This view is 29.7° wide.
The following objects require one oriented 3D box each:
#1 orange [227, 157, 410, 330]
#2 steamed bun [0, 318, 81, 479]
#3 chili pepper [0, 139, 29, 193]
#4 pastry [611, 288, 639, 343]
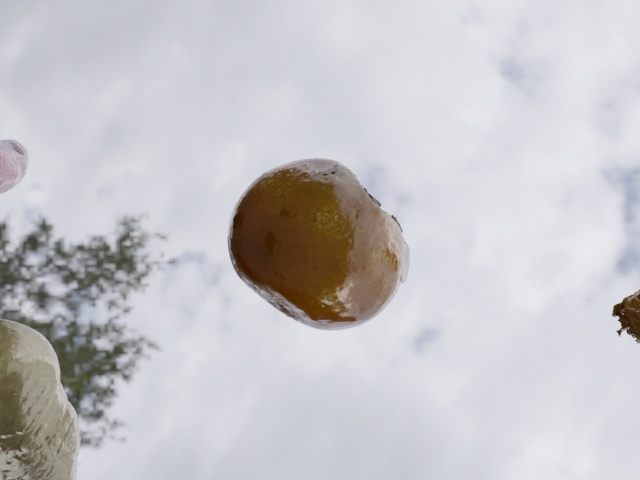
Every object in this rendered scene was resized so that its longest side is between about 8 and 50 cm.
[{"bbox_3d":[0.000,0.000,0.991,0.155,0.155,0.134,13,-108,49],"label":"orange"},{"bbox_3d":[-0.338,0.176,1.173,0.110,0.231,0.212,-93,-160,-50],"label":"steamed bun"},{"bbox_3d":[-0.394,-0.102,1.211,0.092,0.368,0.137,-35,-113,3],"label":"chili pepper"},{"bbox_3d":[0.332,0.058,1.051,0.140,0.080,0.056,-27,-138,33],"label":"pastry"}]
